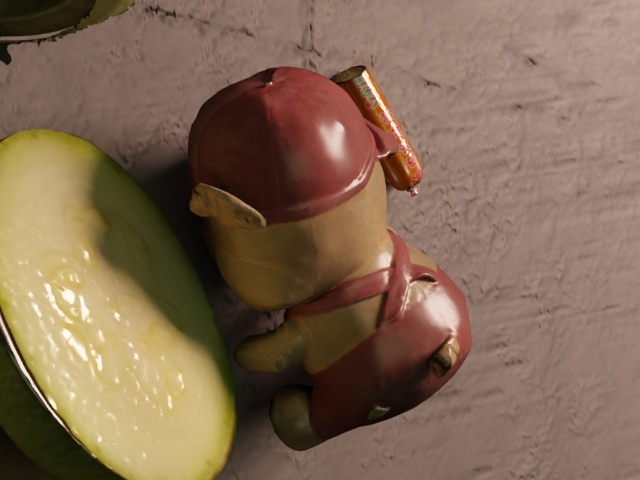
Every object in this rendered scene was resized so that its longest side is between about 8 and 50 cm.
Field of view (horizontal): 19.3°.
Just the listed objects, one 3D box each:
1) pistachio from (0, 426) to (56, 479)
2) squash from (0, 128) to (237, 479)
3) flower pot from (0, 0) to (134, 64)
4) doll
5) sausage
[{"bbox_3d":[-0.159,0.150,1.221,0.113,0.113,0.149,-40,112,-23],"label":"pistachio"},{"bbox_3d":[-0.145,0.051,1.172,0.252,0.049,0.252,47,28,-34],"label":"squash"},{"bbox_3d":[-0.228,-0.281,1.110,0.290,0.290,0.259,22,67,-28],"label":"flower pot"},{"bbox_3d":[-0.003,0.001,1.286,0.152,0.196,0.256,-23,110,10],"label":"doll"},{"bbox_3d":[0.045,-0.078,1.379,0.031,0.031,0.107,-39,109,-24],"label":"sausage"}]
